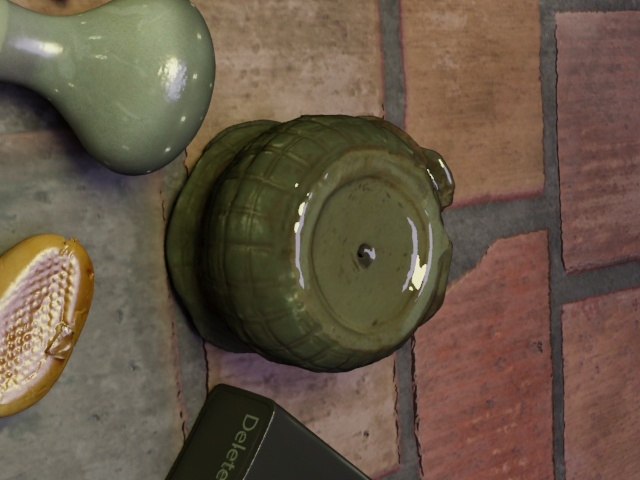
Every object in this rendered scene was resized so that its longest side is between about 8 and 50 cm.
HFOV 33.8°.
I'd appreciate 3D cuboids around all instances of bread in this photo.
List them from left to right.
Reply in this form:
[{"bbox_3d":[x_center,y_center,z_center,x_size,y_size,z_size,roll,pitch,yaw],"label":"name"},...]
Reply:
[{"bbox_3d":[-0.286,0.080,0.998,0.114,0.077,0.189,32,72,-17],"label":"bread"}]

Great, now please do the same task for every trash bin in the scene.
[{"bbox_3d":[-0.051,0.292,1.196,0.225,0.115,0.165,41,68,-37],"label":"trash bin"}]

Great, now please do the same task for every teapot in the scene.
[{"bbox_3d":[-0.232,-0.165,0.974,0.251,0.183,0.183,12,85,-31],"label":"teapot"}]

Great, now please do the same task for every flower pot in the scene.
[{"bbox_3d":[0.000,0.000,1.151,0.302,0.213,0.301,-5,97,-41],"label":"flower pot"}]
